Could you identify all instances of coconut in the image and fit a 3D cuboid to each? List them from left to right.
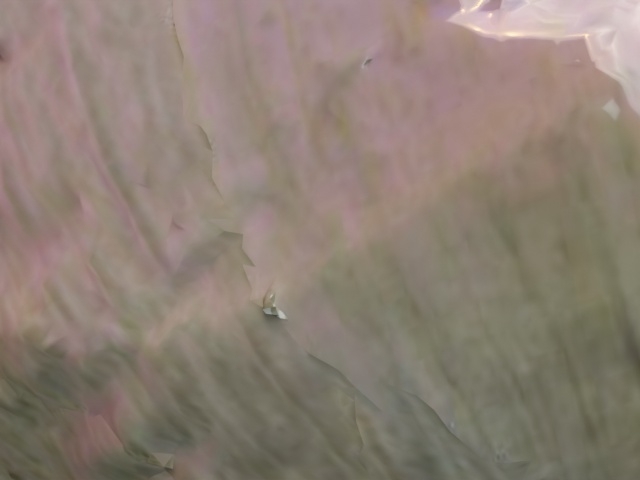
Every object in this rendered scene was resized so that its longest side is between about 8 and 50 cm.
[{"bbox_3d":[0.072,0.012,0.538,0.404,0.404,0.404,155,-90,-87],"label":"coconut"}]
